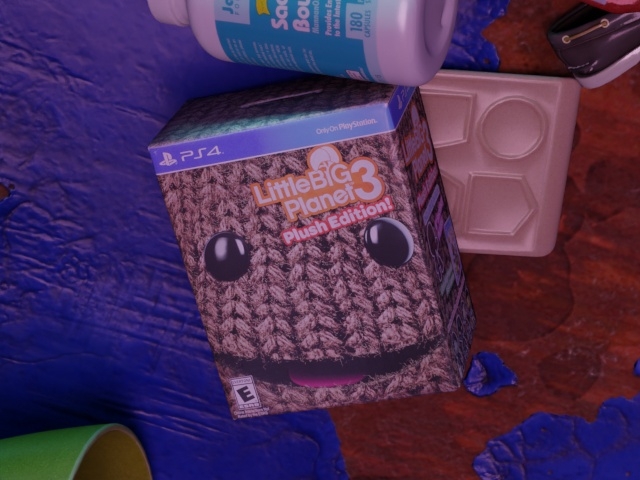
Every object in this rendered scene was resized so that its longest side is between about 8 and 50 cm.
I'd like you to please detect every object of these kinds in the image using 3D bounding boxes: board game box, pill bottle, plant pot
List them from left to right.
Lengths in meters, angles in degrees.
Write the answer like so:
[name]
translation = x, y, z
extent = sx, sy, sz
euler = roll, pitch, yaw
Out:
[plant pot]
translation = -0.352, 0.321, 1.602
extent = 0.293, 0.275, 0.275
euler = 1, 116, 15
[pill bottle]
translation = -0.019, -0.223, 1.381
extent = 0.264, 0.146, 0.146
euler = 9, 116, 19
[board game box]
translation = 0.000, 0.000, 1.477
extent = 0.232, 0.141, 0.291
euler = -10, 111, 16

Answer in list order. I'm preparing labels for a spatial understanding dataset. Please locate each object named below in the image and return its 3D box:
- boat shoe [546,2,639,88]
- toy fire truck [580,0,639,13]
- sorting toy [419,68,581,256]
[boat shoe]
translation = 0.318, -0.235, 1.452
extent = 0.227, 0.081, 0.069
euler = -38, 115, 16
[toy fire truck]
translation = 0.320, -0.332, 1.337
extent = 0.253, 0.169, 0.302
euler = 20, 113, 0
[sorting toy]
translation = 0.146, -0.079, 1.545
extent = 0.208, 0.038, 0.193
euler = 2, 115, -8
